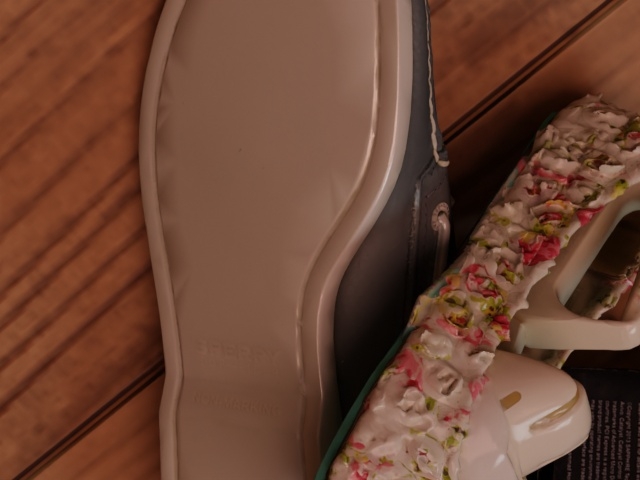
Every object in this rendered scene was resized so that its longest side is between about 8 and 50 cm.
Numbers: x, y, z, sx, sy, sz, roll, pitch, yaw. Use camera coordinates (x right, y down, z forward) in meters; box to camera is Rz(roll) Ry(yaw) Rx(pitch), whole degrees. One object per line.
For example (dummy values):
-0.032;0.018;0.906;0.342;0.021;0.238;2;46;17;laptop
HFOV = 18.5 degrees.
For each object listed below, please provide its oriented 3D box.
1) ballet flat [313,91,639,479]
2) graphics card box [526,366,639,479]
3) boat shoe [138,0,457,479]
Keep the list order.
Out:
0.079;0.035;0.745;0.241;0.077;0.091;-56;149;-29;ballet flat
0.267;0.178;0.810;0.370;0.094;0.233;3;83;-1;graphics card box
0.000;0.000;0.785;0.099;0.116;0.320;-17;115;-54;boat shoe
